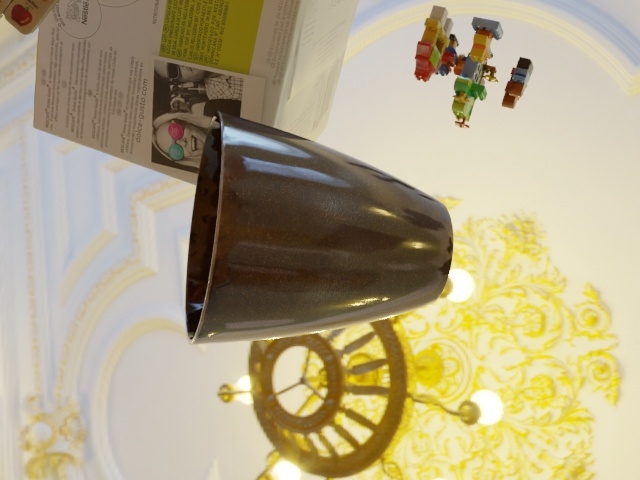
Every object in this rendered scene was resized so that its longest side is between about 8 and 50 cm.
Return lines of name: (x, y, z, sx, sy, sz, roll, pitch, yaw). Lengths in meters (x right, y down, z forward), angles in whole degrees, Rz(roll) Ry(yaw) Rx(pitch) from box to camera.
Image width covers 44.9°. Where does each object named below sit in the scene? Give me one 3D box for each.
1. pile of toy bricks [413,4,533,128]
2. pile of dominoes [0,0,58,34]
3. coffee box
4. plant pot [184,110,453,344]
pile of toy bricks: (0.185, -0.192, 0.954, 0.118, 0.212, 0.105, 19, -91, 23)
pile of dominoes: (-0.330, -0.290, 0.651, 0.251, 0.040, 0.195, 17, -66, -6)
coffee box: (-0.151, -0.305, 1.064, 0.335, 0.337, 0.338, 19, -60, 8)
plant pot: (0.000, 0.000, 0.742, 0.215, 0.231, 0.215, -174, -90, -75)
